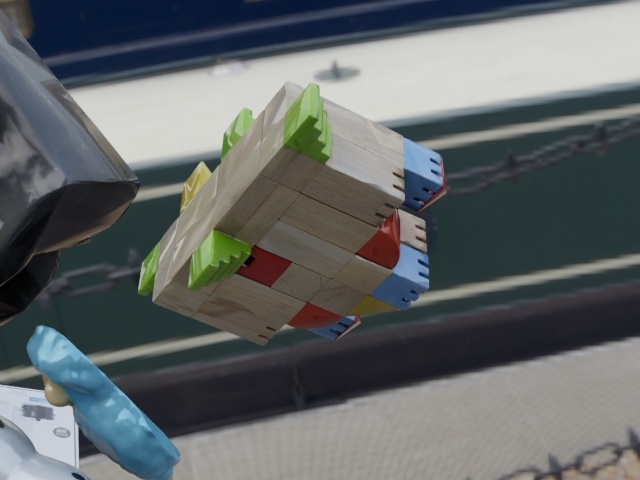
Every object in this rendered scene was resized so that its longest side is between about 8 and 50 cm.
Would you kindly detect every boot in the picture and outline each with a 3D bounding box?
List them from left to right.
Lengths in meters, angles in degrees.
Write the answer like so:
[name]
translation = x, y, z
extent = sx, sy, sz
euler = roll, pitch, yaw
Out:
[boot]
translation = -0.381, -0.101, 0.962
extent = 0.367, 0.445, 0.146
euler = -44, -8, 37

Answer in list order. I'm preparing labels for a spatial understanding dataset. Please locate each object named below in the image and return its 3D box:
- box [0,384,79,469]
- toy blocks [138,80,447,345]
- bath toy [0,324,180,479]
[box]
translation = -0.474, 0.357, 1.993
extent = 0.169, 0.087, 0.290
euler = 11, 27, -16
[toy blocks]
translation = 0.000, 0.000, 1.360
extent = 0.261, 0.381, 0.191
euler = 23, 44, -22
[bath toy]
translation = -0.251, 0.229, 0.830
extent = 0.151, 0.129, 0.348
euler = 22, 67, 33
